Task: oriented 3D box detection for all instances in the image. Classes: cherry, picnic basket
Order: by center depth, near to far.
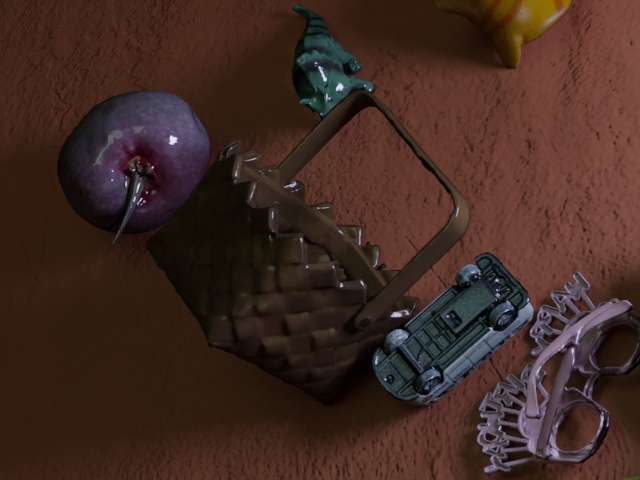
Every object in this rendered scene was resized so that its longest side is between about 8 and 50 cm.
[{"bbox_3d":[0.000,0.000,1.591,0.321,0.291,0.254,-44,49,11],"label":"picnic basket"},{"bbox_3d":[-0.258,-0.112,1.891,0.213,0.184,0.266,-28,36,-5],"label":"cherry"}]

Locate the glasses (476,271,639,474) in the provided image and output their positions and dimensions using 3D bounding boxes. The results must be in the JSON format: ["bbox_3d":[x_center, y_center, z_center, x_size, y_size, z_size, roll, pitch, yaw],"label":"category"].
[{"bbox_3d":[0.246,0.141,1.485,0.162,0.095,0.255,10,64,57],"label":"glasses"}]

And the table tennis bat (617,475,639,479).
[{"bbox_3d":[0.267,0.347,1.368,0.368,0.054,0.224,-11,54,21],"label":"table tennis bat"}]

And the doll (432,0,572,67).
[{"bbox_3d":[0.283,-0.377,1.747,0.166,0.162,0.270,39,78,10],"label":"doll"}]

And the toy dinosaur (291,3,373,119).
[{"bbox_3d":[0.010,-0.242,1.888,0.079,0.120,0.292,-35,24,23],"label":"toy dinosaur"}]

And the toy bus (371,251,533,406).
[{"bbox_3d":[0.153,0.111,1.559,0.194,0.089,0.087,-42,58,3],"label":"toy bus"}]
